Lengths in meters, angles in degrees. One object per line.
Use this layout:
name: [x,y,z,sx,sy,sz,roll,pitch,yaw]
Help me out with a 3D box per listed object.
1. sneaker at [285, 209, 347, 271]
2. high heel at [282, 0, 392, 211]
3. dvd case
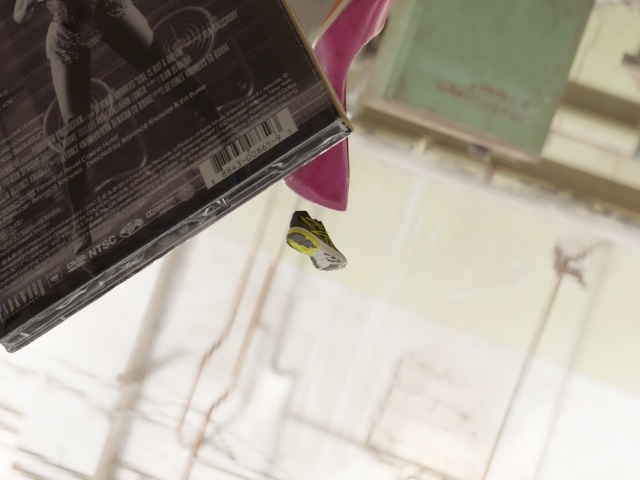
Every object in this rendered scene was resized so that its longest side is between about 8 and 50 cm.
sneaker: [0.000,0.000,1.382,0.031,0.035,0.083,-12,147,30]
high heel: [0.033,-0.138,1.369,0.117,0.244,0.082,33,-158,-6]
dvd case: [-0.095,-0.083,0.636,0.018,0.164,0.221,40,-159,-55]
